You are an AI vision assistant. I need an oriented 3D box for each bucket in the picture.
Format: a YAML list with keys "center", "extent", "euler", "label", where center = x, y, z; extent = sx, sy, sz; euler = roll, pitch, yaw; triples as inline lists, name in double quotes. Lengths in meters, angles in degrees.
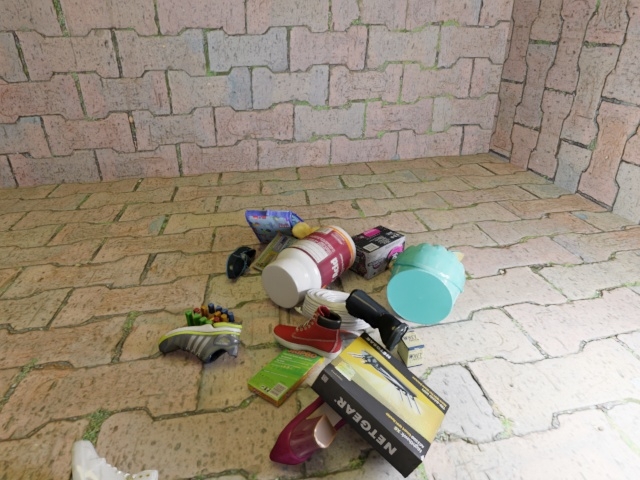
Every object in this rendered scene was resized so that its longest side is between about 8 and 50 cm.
- center: [0.388, 0.163, 1.563]
  extent: [0.281, 0.281, 0.183]
  euler: [10, 32, 21]
  label: "bucket"

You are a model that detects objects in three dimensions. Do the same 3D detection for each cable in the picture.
- center: [0.064, 0.246, 1.518]
  extent: [0.257, 0.089, 0.257]
  euler: [4, 8, -29]
  label: "cable"

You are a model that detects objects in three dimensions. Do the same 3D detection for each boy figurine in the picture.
- center: [0.000, 0.000, 1.975]
  extent: [0.285, 0.177, 0.092]
  euler: [19, 41, -5]
  label: "boy figurine"

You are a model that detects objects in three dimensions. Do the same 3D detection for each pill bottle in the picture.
- center: [-0.043, 0.102, 1.728]
  extent: [0.224, 0.224, 0.392]
  euler: [17, 32, 31]
  label: "pill bottle"

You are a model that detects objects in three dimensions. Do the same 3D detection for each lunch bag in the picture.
- center: [-0.223, -0.082, 2.029]
  extent: [0.221, 0.138, 0.293]
  euler: [4, -15, 11]
  label: "lunch bag"

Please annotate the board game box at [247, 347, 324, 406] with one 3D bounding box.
- center: [-0.098, 0.408, 1.334]
  extent: [0.124, 0.039, 0.259]
  euler: [18, 34, 32]
  label: "board game box"

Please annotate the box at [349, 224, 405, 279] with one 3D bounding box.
- center: [0.247, 0.052, 1.909]
  extent: [0.247, 0.142, 0.163]
  euler: [-23, 36, -35]
  label: "box"

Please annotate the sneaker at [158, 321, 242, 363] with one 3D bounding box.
- center: [-0.402, 0.347, 1.384]
  extent: [0.300, 0.111, 0.121]
  euler: [-13, 67, 14]
  label: "sneaker"

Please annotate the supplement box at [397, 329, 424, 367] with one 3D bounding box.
- center: [0.295, 0.355, 1.371]
  extent: [0.056, 0.083, 0.083]
  euler: [-8, 27, -12]
  label: "supplement box"

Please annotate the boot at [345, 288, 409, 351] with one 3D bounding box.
- center: [0.162, 0.235, 1.278]
  extent: [0.207, 0.094, 0.246]
  euler: [35, 1, 17]
  label: "boot"

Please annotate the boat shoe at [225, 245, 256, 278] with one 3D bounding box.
- center: [-0.357, 0.085, 1.901]
  extent: [0.089, 0.109, 0.258]
  euler: [-2, 29, 8]
  label: "boat shoe"

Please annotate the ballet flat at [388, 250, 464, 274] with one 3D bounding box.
- center: [0.470, 0.123, 1.813]
  extent: [0.349, 0.123, 0.123]
  euler: [-5, 27, -10]
  label: "ballet flat"

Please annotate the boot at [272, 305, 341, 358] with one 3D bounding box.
- center: [-0.046, 0.275, 1.373]
  extent: [0.244, 0.176, 0.088]
  euler: [9, 28, 20]
  label: "boot"

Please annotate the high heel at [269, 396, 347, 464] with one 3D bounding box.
- center: [0.014, 0.471, 1.161]
  extent: [0.181, 0.127, 0.377]
  euler: [-34, -12, 30]
  label: "high heel"

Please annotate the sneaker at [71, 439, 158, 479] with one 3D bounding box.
- center: [-0.471, 0.567, 0.975]
  extent: [0.169, 0.108, 0.292]
  euler: [-17, 41, -31]
  label: "sneaker"

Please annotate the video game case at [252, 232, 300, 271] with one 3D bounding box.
- center: [-0.180, 0.070, 1.913]
  extent: [0.193, 0.023, 0.212]
  euler: [19, 62, 34]
  label: "video game case"

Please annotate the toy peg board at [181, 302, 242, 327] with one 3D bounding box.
- center: [-0.402, 0.285, 1.540]
  extent: [0.161, 0.079, 0.161]
  euler: [16, 32, 30]
  label: "toy peg board"

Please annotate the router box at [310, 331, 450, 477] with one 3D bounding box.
- center: [0.163, 0.410, 1.100]
  extent: [0.309, 0.081, 0.243]
  euler: [38, 29, 17]
  label: "router box"

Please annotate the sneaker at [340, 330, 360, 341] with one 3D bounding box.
- center: [0.060, 0.336, 1.460]
  extent: [0.158, 0.064, 0.061]
  euler: [8, -5, -5]
  label: "sneaker"
